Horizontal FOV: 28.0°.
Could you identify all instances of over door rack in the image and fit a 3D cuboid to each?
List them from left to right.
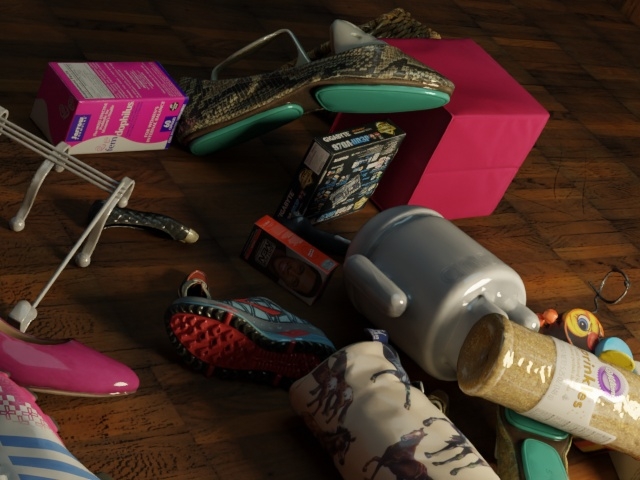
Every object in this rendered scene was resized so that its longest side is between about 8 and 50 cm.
[{"bbox_3d":[-0.438,-0.024,1.780,0.239,0.108,0.324,28,46,2],"label":"over door rack"}]

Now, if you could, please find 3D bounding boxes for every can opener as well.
[{"bbox_3d":[0.000,0.000,2.113,0.186,0.073,0.059,14,7,-31],"label":"can opener"}]

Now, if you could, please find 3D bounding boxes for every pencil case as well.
[{"bbox_3d":[0.139,0.304,1.664,0.183,0.160,0.410,-19,52,-32],"label":"pencil case"}]

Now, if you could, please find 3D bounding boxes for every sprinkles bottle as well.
[{"bbox_3d":[0.366,0.215,1.788,0.355,0.121,0.121,23,31,-18],"label":"sprinkles bottle"}]

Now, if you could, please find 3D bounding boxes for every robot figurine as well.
[{"bbox_3d":[0.171,0.075,1.956,0.300,0.200,0.353,11,22,-45],"label":"robot figurine"}]

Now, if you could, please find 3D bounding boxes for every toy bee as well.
[{"bbox_3d":[0.392,0.178,2.007,0.162,0.195,0.298,20,41,-29],"label":"toy bee"}]

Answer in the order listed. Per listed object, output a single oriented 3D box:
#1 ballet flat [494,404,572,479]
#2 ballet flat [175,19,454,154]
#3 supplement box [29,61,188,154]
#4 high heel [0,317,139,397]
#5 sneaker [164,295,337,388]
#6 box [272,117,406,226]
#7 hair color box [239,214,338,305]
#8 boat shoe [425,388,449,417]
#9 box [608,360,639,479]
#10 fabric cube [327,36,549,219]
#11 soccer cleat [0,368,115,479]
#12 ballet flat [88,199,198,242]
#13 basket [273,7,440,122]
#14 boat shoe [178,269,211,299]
[{"bbox_3d":[0.294,0.309,1.819,0.123,0.123,0.348,23,28,-6],"label":"ballet flat"},{"bbox_3d":[-0.024,-0.277,2.167,0.164,0.483,0.182,40,40,-74],"label":"ballet flat"},{"bbox_3d":[-0.346,-0.220,2.112,0.220,0.111,0.114,-7,46,-42],"label":"supplement box"},{"bbox_3d":[-0.389,0.077,1.556,0.377,0.181,0.127,15,-5,-17],"label":"high heel"},{"bbox_3d":[-0.107,0.132,1.812,0.262,0.104,0.125,21,20,-26],"label":"sneaker"},{"bbox_3d":[0.034,-0.111,2.178,0.051,0.175,0.220,42,35,20],"label":"box"},{"bbox_3d":[-0.050,0.031,2.006,0.141,0.072,0.043,33,32,11],"label":"hair color box"},{"bbox_3d":[0.162,0.251,1.867,0.050,0.045,0.135,32,31,7],"label":"boat shoe"},{"bbox_3d":[0.541,0.317,1.979,0.148,0.127,0.232,15,34,-19],"label":"box"},{"bbox_3d":[0.208,-0.203,2.370,0.258,0.259,0.254,-8,46,-41],"label":"fabric cube"},{"bbox_3d":[-0.344,0.254,1.412,0.331,0.116,0.143,37,32,15],"label":"soccer cleat"},{"bbox_3d":[-0.270,-0.019,1.952,0.173,0.057,0.049,14,74,-19],"label":"ballet flat"},{"bbox_3d":[0.079,-0.378,2.568,0.223,0.213,0.299,36,32,12],"label":"basket"},{"bbox_3d":[-0.182,0.081,1.860,0.049,0.043,0.137,20,31,-8],"label":"boat shoe"}]
